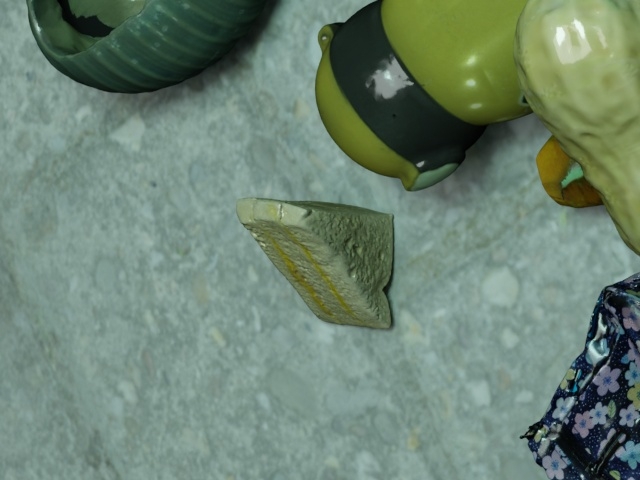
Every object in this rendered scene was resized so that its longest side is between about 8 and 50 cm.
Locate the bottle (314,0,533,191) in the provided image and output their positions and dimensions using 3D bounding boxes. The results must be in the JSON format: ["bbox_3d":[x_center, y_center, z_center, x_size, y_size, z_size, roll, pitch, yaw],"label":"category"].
[{"bbox_3d":[0.142,-0.178,1.508,0.351,0.171,0.171,-39,72,32],"label":"bottle"}]

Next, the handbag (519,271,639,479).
[{"bbox_3d":[0.276,0.151,1.462,0.228,0.127,0.208,34,119,23],"label":"handbag"}]

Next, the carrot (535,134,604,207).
[{"bbox_3d":[0.281,-0.092,1.479,0.260,0.070,0.070,-25,80,31],"label":"carrot"}]

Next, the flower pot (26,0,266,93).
[{"bbox_3d":[-0.144,-0.231,1.698,0.243,0.157,0.189,-35,73,31],"label":"flower pot"}]

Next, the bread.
[{"bbox_3d":[-0.006,0.020,1.630,0.077,0.152,0.105,5,92,34],"label":"bread"}]

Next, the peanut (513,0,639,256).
[{"bbox_3d":[0.239,-0.072,1.391,0.130,0.130,0.290,-20,119,33],"label":"peanut"}]
